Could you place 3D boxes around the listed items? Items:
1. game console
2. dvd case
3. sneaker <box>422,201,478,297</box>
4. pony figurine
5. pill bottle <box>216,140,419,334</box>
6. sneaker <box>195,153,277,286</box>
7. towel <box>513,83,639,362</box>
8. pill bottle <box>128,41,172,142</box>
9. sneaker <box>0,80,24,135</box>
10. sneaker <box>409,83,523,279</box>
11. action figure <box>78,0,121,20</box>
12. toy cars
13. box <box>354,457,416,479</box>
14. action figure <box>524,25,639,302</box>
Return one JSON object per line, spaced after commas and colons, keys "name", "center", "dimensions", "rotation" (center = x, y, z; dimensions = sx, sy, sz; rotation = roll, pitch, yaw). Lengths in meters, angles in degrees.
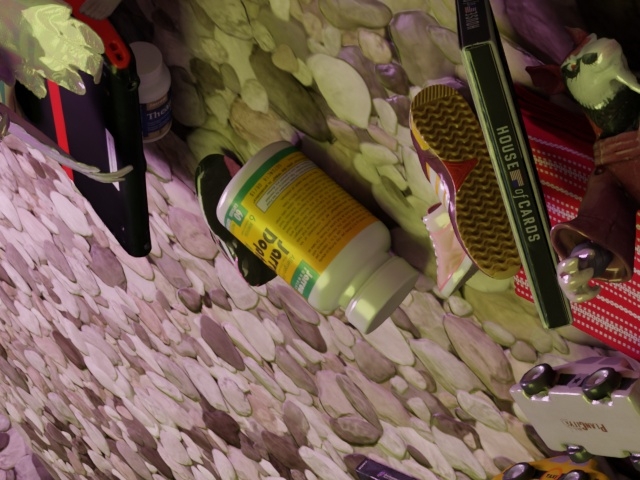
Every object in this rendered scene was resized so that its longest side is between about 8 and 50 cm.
{"name": "game console", "center": [-0.296, -0.199, 1.795], "dimensions": [0.342, 0.060, 0.387], "rotation": [49, 157, 25]}
{"name": "dvd case", "center": [0.150, -0.073, 1.197], "dimensions": [0.179, 0.029, 0.239], "rotation": [-84, -22, -64]}
{"name": "sneaker", "center": [0.131, 0.000, 1.496], "dimensions": [0.070, 0.051, 0.134], "rotation": [43, 151, 13]}
{"name": "pony figurine", "center": [-0.395, -0.164, 1.579], "dimensions": [0.351, 0.363, 0.303], "rotation": [38, 152, 15]}
{"name": "pill bottle", "center": [0.000, 0.000, 1.618], "dimensions": [0.208, 0.117, 0.117], "rotation": [42, 153, 12]}
{"name": "sneaker", "center": [-0.114, -0.026, 1.820], "dimensions": [0.077, 0.072, 0.178], "rotation": [32, 146, 52]}
{"name": "towel", "center": [0.241, -0.002, 1.345], "dimensions": [0.199, 0.031, 0.275], "rotation": [31, 150, 33]}
{"name": "pill bottle", "center": [-0.205, -0.172, 1.754], "dimensions": [0.067, 0.067, 0.120], "rotation": [39, 153, 19]}
{"name": "sneaker", "center": [-0.416, -0.206, 1.859], "dimensions": [0.085, 0.086, 0.237], "rotation": [49, 156, 30]}
{"name": "sneaker", "center": [0.136, -0.050, 1.375], "dimensions": [0.084, 0.069, 0.186], "rotation": [75, 174, -82]}
{"name": "action figure", "center": [-0.214, -0.417, 1.399], "dimensions": [0.330, 0.178, 0.341], "rotation": [-52, 53, 57]}
{"name": "toy cars", "center": [0.272, 0.207, 1.511], "dimensions": [0.176, 0.087, 0.394], "rotation": [38, 154, 22]}
{"name": "box", "center": [0.119, 0.373, 2.051], "dimensions": [0.116, 0.029, 0.162], "rotation": [15, 137, 49]}
{"name": "action figure", "center": [0.306, -0.037, 1.100], "dimensions": [0.370, 0.248, 0.275], "rotation": [49, -160, 26]}
